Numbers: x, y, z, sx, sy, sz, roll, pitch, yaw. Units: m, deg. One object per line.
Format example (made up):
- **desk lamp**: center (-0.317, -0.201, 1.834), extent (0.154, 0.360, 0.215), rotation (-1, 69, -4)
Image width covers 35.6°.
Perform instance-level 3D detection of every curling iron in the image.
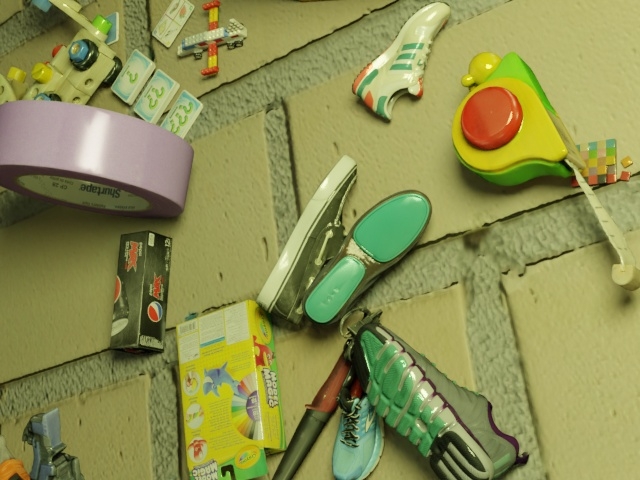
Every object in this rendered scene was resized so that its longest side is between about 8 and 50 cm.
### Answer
- **curling iron**: center (-0.004, 0.196, 1.194), extent (0.035, 0.068, 0.274), rotation (32, 98, 27)

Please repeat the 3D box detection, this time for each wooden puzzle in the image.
- **wooden puzzle**: center (0.300, -0.085, 1.091), extent (0.083, 0.006, 0.049), rotation (-6, 73, 34)

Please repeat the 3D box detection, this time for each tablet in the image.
- **tablet**: center (-0.363, -0.340, 1.644), extent (0.083, 0.006, 0.054), rotation (-15, 68, 33)

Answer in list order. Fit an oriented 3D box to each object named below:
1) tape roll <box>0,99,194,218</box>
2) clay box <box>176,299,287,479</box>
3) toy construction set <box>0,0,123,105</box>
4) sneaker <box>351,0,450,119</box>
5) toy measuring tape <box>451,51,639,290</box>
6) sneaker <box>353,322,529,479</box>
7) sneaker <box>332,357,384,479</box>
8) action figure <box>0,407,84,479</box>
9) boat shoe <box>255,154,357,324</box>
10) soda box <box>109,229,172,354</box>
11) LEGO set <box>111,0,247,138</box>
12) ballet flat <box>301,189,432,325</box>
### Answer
- **tape roll**: center (-0.317, -0.106, 1.372), extent (0.274, 0.274, 0.090), rotation (0, 77, 36)
- **clay box**: center (-0.115, 0.201, 1.277), extent (0.127, 0.053, 0.222), rotation (-20, 67, 30)
- **toy construction set**: center (-0.441, -0.282, 1.606), extent (0.215, 0.151, 0.328), rotation (43, 114, 36)
- **sneaker**: center (0.116, -0.220, 1.241), extent (0.161, 0.057, 0.075), rotation (-45, 72, 15)
- **toy measuring tape**: center (0.224, -0.069, 1.076), extent (0.121, 0.121, 0.330), rotation (-34, 59, 23)
- **sneaker**: center (0.126, 0.175, 1.089), extent (0.224, 0.098, 0.083), rotation (52, 133, 30)
- **sneaker**: center (0.038, 0.200, 1.154), extent (0.063, 0.073, 0.162), rotation (8, 81, 36)
- **action figure**: center (-0.335, 0.346, 1.323), extent (0.330, 0.178, 0.341), rotation (15, 111, 33)
- **boat shoe**: center (0.000, 0.000, 1.248), extent (0.070, 0.078, 0.219), rotation (28, 92, 2)
- **soda box**: center (-0.254, 0.074, 1.414), extent (0.060, 0.053, 0.169), rotation (-8, 71, 34)
- **LEGO set**: center (-0.212, -0.288, 1.490), extent (0.182, 0.060, 0.244), rotation (42, 101, 32)
- **ballet flat**: center (0.054, 0.018, 1.193), extent (0.203, 0.074, 0.074), rotation (-48, 54, 5)
